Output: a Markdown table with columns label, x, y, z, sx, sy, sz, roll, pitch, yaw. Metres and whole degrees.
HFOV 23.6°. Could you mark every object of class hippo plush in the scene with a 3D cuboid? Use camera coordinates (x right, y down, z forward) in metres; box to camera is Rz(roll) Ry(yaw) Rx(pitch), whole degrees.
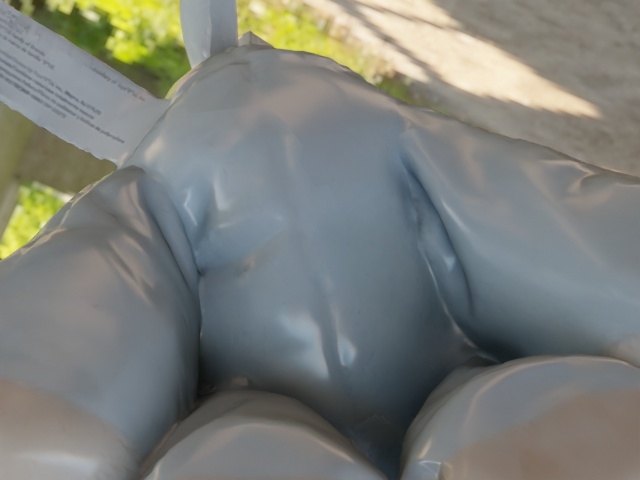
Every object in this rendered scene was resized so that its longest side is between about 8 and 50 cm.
| label | x | y | z | sx | sy | sz | roll | pitch | yaw |
| --- | --- | --- | --- | --- | --- | --- | --- | --- | --- |
| hippo plush | -0.016 | 0.080 | 0.482 | 0.294 | 0.234 | 0.237 | 34 | 141 | 31 |

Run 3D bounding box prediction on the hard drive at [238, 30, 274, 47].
| label | x | y | z | sx | sy | sz | roll | pitch | yaw |
| --- | --- | --- | --- | --- | --- | --- | --- | --- | --- |
| hard drive | -0.099 | -0.028 | 1.220 | 0.040 | 0.203 | 0.307 | 30 | -158 | -18 |
